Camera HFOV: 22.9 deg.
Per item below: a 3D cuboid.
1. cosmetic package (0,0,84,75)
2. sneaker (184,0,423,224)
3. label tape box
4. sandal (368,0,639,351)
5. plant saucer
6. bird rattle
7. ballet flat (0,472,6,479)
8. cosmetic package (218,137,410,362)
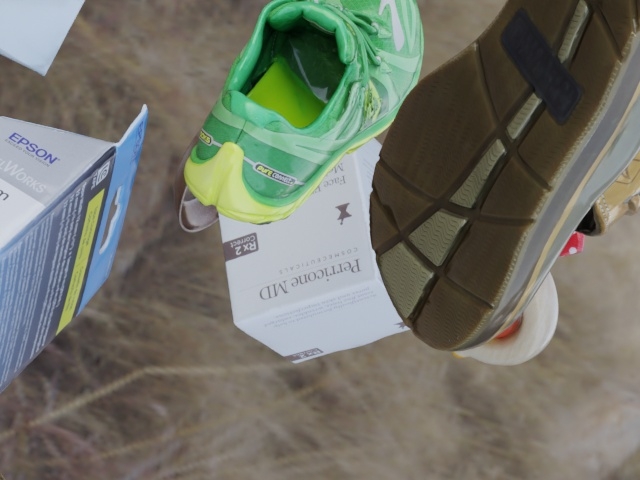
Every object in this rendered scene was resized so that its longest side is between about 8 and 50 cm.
[{"bbox_3d":[-0.425,-0.300,1.582,0.284,0.377,0.097,24,96,-29],"label":"cosmetic package"},{"bbox_3d":[0.008,-0.126,1.148,0.295,0.109,0.123,-55,171,-46],"label":"sneaker"},{"bbox_3d":[-0.310,0.026,1.471,0.348,0.115,0.249,-52,168,-46],"label":"label tape box"},{"bbox_3d":[0.066,-0.035,0.405,0.049,0.072,0.180,3,136,-29],"label":"sandal"},{"bbox_3d":[-0.118,-0.101,1.906,0.198,0.036,0.198,-49,162,-22],"label":"plant saucer"},{"bbox_3d":[0.184,0.032,1.681,0.143,0.253,0.207,-34,108,-48],"label":"bird rattle"},{"bbox_3d":[-0.358,0.256,1.496,0.116,0.342,0.124,-21,117,-21],"label":"ballet flat"},{"bbox_3d":[0.000,0.000,1.540,0.151,0.151,0.184,40,36,-59],"label":"cosmetic package"}]
